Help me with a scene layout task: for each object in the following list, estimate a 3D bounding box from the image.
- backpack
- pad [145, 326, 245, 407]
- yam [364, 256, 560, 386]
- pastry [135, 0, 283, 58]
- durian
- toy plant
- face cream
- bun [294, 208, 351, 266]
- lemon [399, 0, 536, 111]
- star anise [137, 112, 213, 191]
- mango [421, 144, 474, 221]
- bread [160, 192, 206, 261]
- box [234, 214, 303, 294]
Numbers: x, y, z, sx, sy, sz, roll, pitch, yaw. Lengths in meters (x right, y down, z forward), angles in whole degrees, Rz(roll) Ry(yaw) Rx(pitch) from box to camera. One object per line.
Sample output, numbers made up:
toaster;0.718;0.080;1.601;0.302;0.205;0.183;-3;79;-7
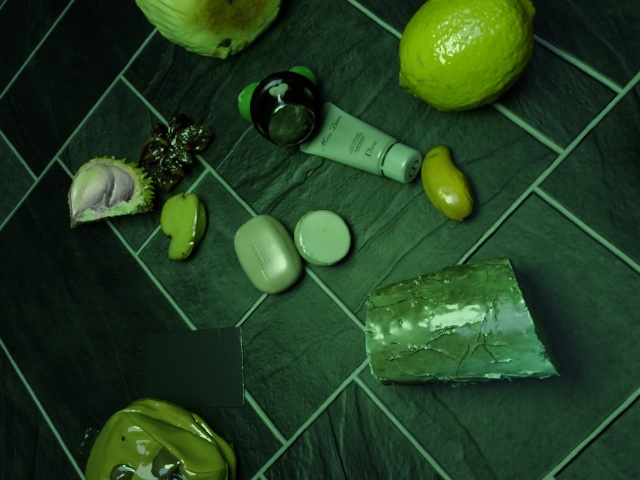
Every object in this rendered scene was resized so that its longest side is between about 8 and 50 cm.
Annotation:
backpack;-0.400;0.569;1.183;0.377;0.201;0.354;23;86;18
pad;-0.334;0.334;1.297;0.299;0.005;0.202;-8;79;19
yam;0.274;0.174;0.995;0.347;0.241;0.241;-12;78;20
pastry;-0.283;-0.668;1.239;0.388;0.388;0.313;-39;68;11
durian;-0.573;-0.140;1.388;0.341;0.112;0.191;-9;75;30
toy plant;-0.099;-0.337;1.234;0.217;0.175;0.235;-25;42;7
face cream;0.095;-0.228;1.194;0.314;0.089;0.143;30;93;33
bun;0.000;0.000;1.185;0.138;0.094;0.138;4;72;-14
lemon;0.298;-0.404;1.052;0.310;0.253;0.254;-21;75;33
star anise;-0.403;-0.244;1.349;0.190;0.126;0.220;25;88;18
mango;0.280;-0.127;1.107;0.098;0.075;0.190;-19;71;0
bread;-0.372;-0.036;1.341;0.149;0.065;0.188;5;87;31
box;-0.129;0.034;1.223;0.146;0.088;0.200;-36;71;12
